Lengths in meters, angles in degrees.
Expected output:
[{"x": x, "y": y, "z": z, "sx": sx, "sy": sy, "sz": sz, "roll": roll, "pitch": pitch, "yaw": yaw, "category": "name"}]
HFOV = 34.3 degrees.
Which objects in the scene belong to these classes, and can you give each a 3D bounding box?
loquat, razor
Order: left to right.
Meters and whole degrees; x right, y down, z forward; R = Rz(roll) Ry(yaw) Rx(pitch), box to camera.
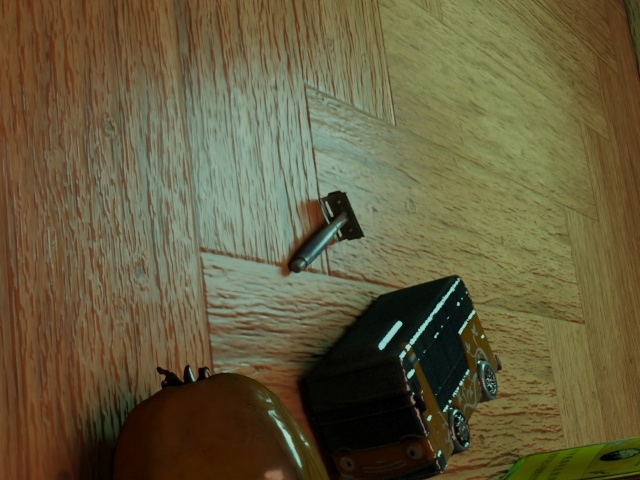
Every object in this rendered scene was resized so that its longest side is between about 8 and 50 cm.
[{"x": -0.080, "y": 0.207, "z": 0.850, "sx": 0.234, "sy": 0.176, "sz": 0.187, "roll": 61, "pitch": -14, "yaw": 10, "category": "loquat"}, {"x": 0.000, "y": 0.000, "z": 1.224, "sx": 0.135, "sy": 0.040, "sz": 0.068, "roll": -46, "pitch": 116, "yaw": -49, "category": "razor"}]

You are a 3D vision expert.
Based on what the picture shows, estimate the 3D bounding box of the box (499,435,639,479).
[{"x": 0.410, "y": 0.351, "z": 1.487, "sx": 0.193, "sy": 0.302, "sz": 0.084, "roll": -18, "pitch": 91, "yaw": -61, "category": "box"}]

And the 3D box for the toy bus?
[{"x": 0.102, "y": 0.161, "z": 1.217, "sx": 0.275, "sy": 0.139, "sz": 0.167, "roll": -42, "pitch": 112, "yaw": -59, "category": "toy bus"}]
